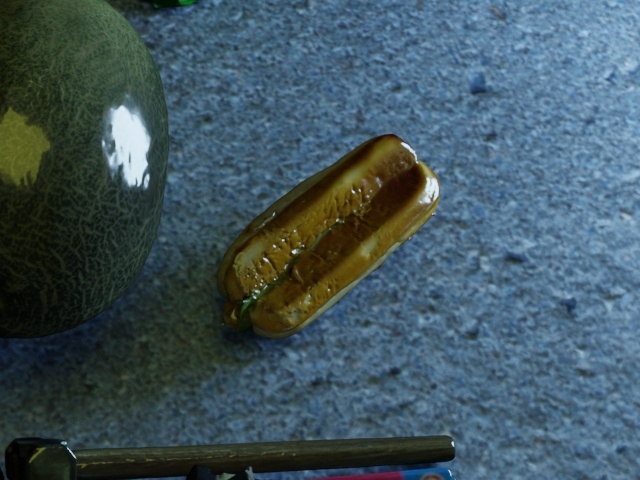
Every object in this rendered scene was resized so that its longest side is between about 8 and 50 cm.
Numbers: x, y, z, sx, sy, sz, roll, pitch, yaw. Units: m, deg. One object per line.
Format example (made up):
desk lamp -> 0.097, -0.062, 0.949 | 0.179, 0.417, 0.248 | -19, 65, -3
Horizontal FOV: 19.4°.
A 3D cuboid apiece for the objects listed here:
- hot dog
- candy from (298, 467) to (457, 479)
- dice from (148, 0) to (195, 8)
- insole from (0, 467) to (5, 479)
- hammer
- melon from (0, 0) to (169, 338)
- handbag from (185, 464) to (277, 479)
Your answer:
hot dog -> 0.000, 0.000, 1.634 | 0.104, 0.076, 0.250 | 48, 64, -1
candy -> -0.036, 0.273, 1.425 | 0.306, 0.100, 0.157 | -4, 56, -11
dice -> -0.134, -0.306, 1.779 | 0.120, 0.131, 0.128 | 40, 58, 14
insole -> -0.337, 0.097, 1.499 | 0.012, 0.110, 0.309 | -44, 66, 6
hammer -> -0.066, 0.176, 1.500 | 0.365, 0.111, 0.043 | 0, 87, -18
melon -> -0.243, -0.072, 1.533 | 0.249, 0.248, 0.329 | 9, 48, -4
handbag -> -0.032, 0.259, 1.236 | 0.181, 0.181, 0.254 | 8, 28, -8
